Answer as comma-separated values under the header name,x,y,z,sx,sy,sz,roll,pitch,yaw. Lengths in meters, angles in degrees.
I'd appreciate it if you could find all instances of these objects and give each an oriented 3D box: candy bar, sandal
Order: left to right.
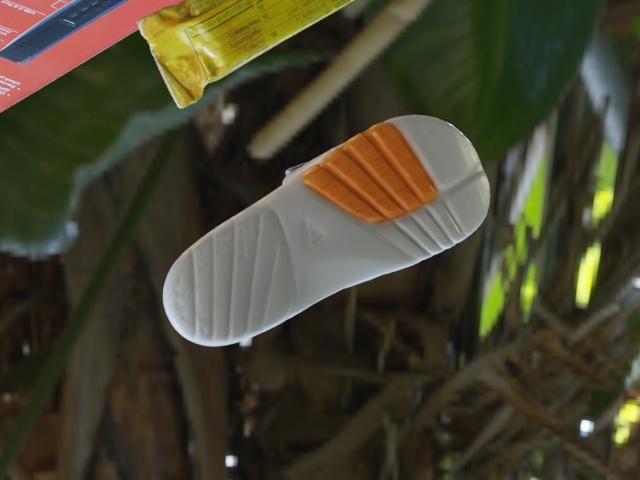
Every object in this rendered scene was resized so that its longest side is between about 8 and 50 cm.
name,x,y,z,sx,sy,sz,roll,pitch,yaw
sandal,-0.005,-0.010,1.295,0.265,0.102,0.076,-25,-172,-24
candy bar,0.000,-0.108,0.742,0.161,0.040,0.018,-33,-154,-23

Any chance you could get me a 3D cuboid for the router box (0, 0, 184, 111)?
name,x,y,z,sx,sy,sz,roll,pitch,yaw
router box,-0.157,-0.247,0.994,0.082,0.301,0.335,19,-119,-38
